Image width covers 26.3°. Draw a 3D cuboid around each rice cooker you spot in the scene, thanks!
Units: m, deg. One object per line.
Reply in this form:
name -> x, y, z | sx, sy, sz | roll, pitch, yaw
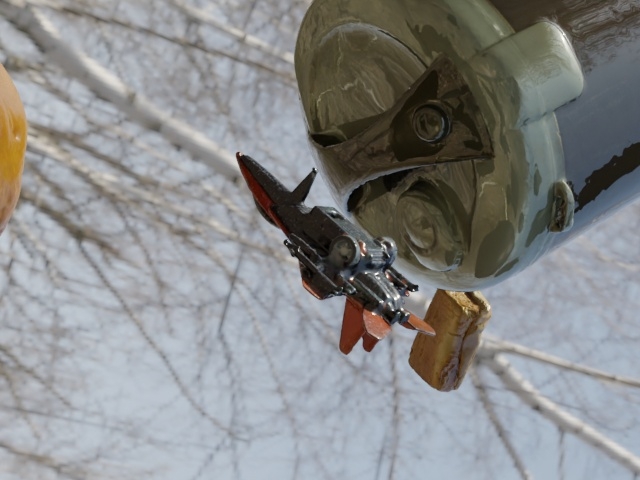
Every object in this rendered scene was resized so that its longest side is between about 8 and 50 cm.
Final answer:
rice cooker -> 0.152, -0.137, 1.269 | 0.335, 0.325, 0.335 | 39, -35, 35

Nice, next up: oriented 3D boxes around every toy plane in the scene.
toy plane -> 0.002, -0.002, 0.947 | 0.061, 0.130, 0.189 | -44, -112, 25

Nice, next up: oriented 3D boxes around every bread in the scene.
bread -> 0.152, 0.112, 1.609 | 0.074, 0.053, 0.132 | 45, -54, 45

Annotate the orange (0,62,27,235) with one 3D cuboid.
orange -> -0.332, -0.073, 0.963 | 0.183, 0.249, 0.249 | -127, -121, -78
